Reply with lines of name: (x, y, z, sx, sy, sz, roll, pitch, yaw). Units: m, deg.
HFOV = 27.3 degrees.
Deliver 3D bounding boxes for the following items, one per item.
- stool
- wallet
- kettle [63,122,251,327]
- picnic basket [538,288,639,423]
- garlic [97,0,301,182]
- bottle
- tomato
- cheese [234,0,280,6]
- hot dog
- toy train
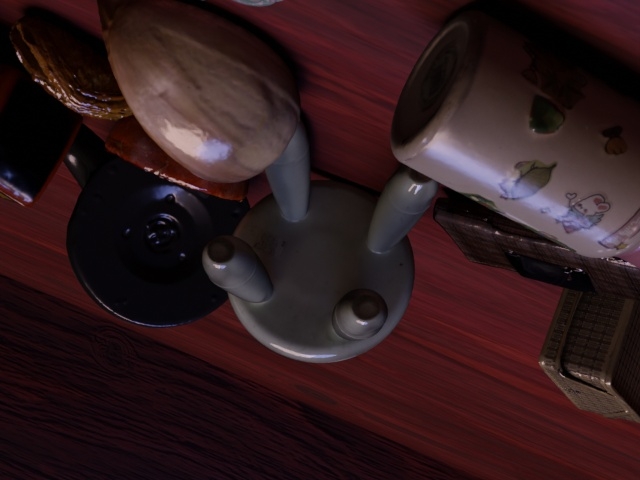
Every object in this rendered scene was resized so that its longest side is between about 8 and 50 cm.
stool: (0.000, 0.000, 1.276, 0.195, 0.195, 0.199, 21, 160, 7)
wallet: (0.227, 0.013, 1.262, 0.230, 0.042, 0.124, 12, 160, 30)
kettle: (-0.222, -0.012, 1.555, 0.250, 0.207, 0.271, 19, 175, -13)
picnic basket: (0.300, 0.113, 1.367, 0.079, 0.115, 0.164, 11, 162, 34)
garlic: (-0.095, -0.134, 1.107, 0.115, 0.128, 0.206, -29, 121, 38)
bottle: (0.181, -0.055, 0.925, 0.253, 0.120, 0.120, 26, 166, -17)
tomato: (-0.135, -0.096, 1.347, 0.155, 0.069, 0.155, 23, -175, -2)
cheese: (-0.068, -0.195, 0.974, 0.120, 0.026, 0.067, 10, 161, 43)
hot dog: (-0.238, -0.162, 1.281, 0.147, 0.065, 0.099, 28, -178, -25)
toy train: (-0.403, -0.151, 1.349, 0.231, 0.163, 0.369, 16, 165, 44)
